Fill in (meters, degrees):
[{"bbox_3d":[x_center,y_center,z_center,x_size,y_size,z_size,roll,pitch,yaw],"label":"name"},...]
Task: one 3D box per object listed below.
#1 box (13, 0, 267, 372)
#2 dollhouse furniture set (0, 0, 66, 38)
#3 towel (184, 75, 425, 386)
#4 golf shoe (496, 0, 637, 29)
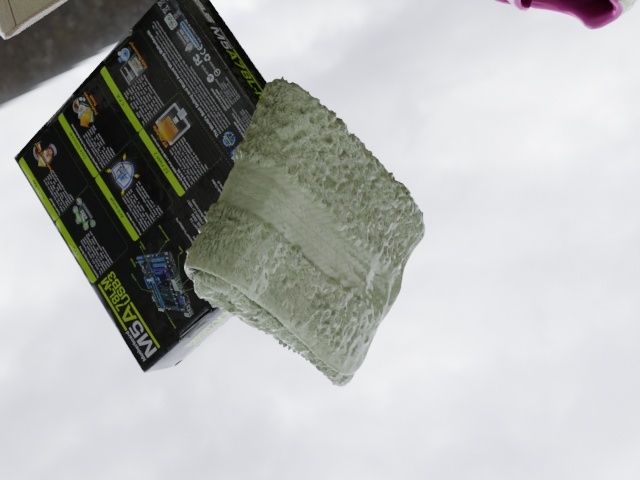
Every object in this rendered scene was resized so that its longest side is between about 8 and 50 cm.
[{"bbox_3d":[-0.099,-0.039,0.779,0.184,0.190,0.045,-43,163,27],"label":"box"},{"bbox_3d":[-0.272,-0.357,0.698,0.362,0.256,0.394,-39,-105,-19],"label":"dollhouse furniture set"},{"bbox_3d":[0.000,0.000,0.545,0.027,0.148,0.110,12,-108,36],"label":"towel"},{"bbox_3d":[0.140,-0.273,0.968,0.306,0.115,0.140,18,-122,7],"label":"golf shoe"}]
